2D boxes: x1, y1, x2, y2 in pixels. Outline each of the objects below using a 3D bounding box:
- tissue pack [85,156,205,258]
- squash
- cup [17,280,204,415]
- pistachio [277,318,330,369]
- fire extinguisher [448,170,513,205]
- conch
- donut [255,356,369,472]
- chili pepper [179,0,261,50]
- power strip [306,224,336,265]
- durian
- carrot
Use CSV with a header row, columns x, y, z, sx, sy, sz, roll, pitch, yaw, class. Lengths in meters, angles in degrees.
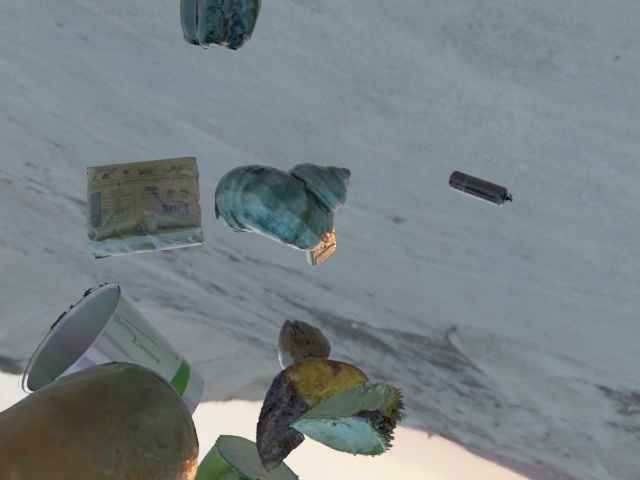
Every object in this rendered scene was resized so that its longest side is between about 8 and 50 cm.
x,y,z,sx,sy,sz,roll,pitch,yaw,class
-0.400,-0.081,1.618,0.256,0.215,0.123,-6,151,-8,tissue pack
-0.242,0.691,1.709,0.263,0.384,0.263,31,177,2,squash
-0.382,0.254,1.361,0.274,0.253,0.253,46,161,-27,cup
-0.045,0.265,1.752,0.130,0.165,0.210,-17,-173,-10,pistachio
0.360,-0.108,1.548,0.157,0.045,0.078,24,-168,34,fire extinguisher
-0.064,-0.072,1.366,0.220,0.277,0.195,-118,3,-59,conch
-0.056,0.352,1.578,0.151,0.295,0.112,48,170,-3,donut
-0.220,-0.554,1.572,0.165,0.261,0.174,-2,-156,-34,chili pepper
0.000,0.000,1.556,0.028,0.076,0.169,42,161,23,power strip
0.062,0.347,1.347,0.139,0.144,0.252,1,174,-43,durian
-0.315,0.286,0.819,0.340,0.224,0.224,-24,-154,-39,carrot
